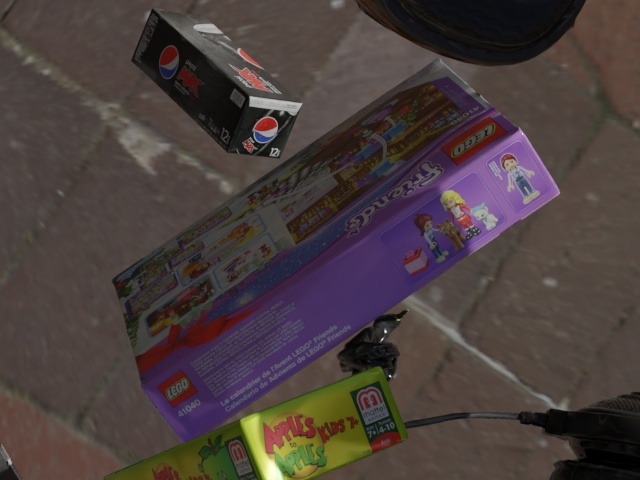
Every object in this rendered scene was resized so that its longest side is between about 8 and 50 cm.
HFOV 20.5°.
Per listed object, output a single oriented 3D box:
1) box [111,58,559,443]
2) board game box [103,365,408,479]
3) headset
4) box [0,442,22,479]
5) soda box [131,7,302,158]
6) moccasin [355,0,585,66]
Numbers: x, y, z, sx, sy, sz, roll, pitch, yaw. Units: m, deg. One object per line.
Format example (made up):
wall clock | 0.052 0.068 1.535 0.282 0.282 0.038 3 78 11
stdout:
box | 0.000 0.000 1.207 0.293 0.201 0.057 -34 112 1
board game box | -0.040 0.121 0.977 0.092 0.181 0.043 -18 83 -33
headset | 0.167 0.194 1.137 0.394 0.185 0.243 40 83 5
box | -0.343 0.124 1.433 0.076 0.242 0.307 -36 61 -15
soda box | -0.087 -0.132 1.467 0.060 0.169 0.053 4 119 -40
moccasin | 0.117 -0.248 0.647 0.139 0.147 0.380 15 111 -21
